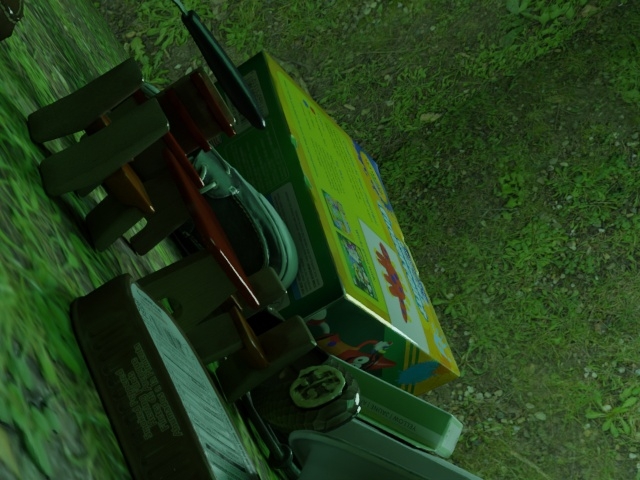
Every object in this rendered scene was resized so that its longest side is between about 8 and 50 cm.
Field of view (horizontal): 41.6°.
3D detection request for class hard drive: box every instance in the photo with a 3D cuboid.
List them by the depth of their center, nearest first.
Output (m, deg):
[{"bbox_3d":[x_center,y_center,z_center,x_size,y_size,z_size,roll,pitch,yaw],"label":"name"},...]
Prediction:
[{"bbox_3d":[0.085,0.235,0.904,0.203,0.040,0.307,23,-10,19],"label":"hard drive"}]

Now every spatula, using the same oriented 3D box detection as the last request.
[{"bbox_3d":[-0.136,-0.206,0.720,0.296,0.030,0.084,48,6,-27],"label":"spatula"}]

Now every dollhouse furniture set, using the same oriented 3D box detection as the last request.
[{"bbox_3d":[-0.109,-0.040,0.709,0.262,0.135,0.259,60,-3,-41],"label":"dollhouse furniture set"}]

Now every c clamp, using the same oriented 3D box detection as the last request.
[{"bbox_3d":[-0.022,0.210,0.781,0.160,0.022,0.137,58,-3,-38],"label":"c clamp"}]

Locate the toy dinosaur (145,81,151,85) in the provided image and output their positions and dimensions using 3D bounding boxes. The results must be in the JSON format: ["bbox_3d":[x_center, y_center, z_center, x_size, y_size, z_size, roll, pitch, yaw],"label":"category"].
[{"bbox_3d":[-0.257,-0.148,1.479,0.268,0.064,0.118,60,5,17],"label":"toy dinosaur"}]

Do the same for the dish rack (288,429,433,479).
[{"bbox_3d":[0.110,0.245,0.515,0.285,0.072,0.333,21,-27,23],"label":"dish rack"}]

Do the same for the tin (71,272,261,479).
[{"bbox_3d":[-0.073,0.097,0.440,0.189,0.040,0.106,57,2,31],"label":"tin"}]

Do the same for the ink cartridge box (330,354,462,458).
[{"bbox_3d":[0.071,0.193,1.000,0.171,0.056,0.235,23,-11,21],"label":"ink cartridge box"}]

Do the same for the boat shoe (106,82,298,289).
[{"bbox_3d":[-0.163,-0.062,1.019,0.335,0.121,0.119,47,5,11],"label":"boat shoe"}]

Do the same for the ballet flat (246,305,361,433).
[{"bbox_3d":[-0.036,0.105,0.768,0.250,0.084,0.058,-146,-138,-66],"label":"ballet flat"}]

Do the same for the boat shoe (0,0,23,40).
[{"bbox_3d":[-0.252,-0.270,0.614,0.110,0.104,0.307,75,-7,-63],"label":"boat shoe"}]

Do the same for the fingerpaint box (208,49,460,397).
[{"bbox_3d":[0.000,0.000,1.269,0.371,0.163,0.445,36,29,-51],"label":"fingerpaint box"}]
